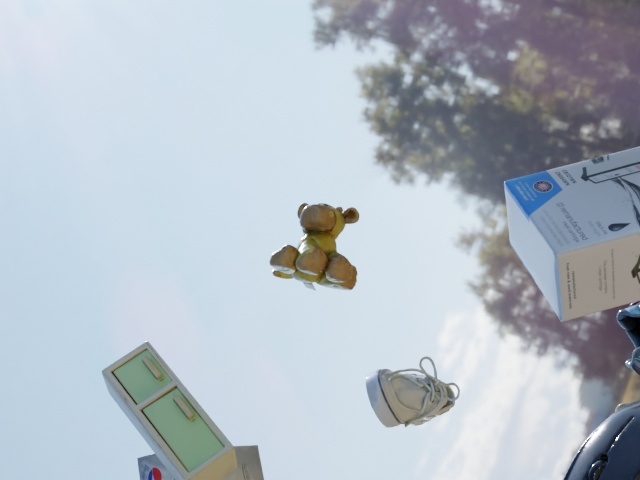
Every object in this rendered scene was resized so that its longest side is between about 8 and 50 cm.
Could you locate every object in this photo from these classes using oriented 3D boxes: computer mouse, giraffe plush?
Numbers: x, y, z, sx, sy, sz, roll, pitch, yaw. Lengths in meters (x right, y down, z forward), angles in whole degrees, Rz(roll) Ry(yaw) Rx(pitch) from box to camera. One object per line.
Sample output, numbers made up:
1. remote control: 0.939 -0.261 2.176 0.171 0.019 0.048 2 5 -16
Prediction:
1. computer mouse: 0.378 0.271 1.303 0.272 0.188 0.072 -35 -71 -29
2. giraffe plush: 0.000 0.000 2.128 0.210 0.181 0.170 124 161 -77

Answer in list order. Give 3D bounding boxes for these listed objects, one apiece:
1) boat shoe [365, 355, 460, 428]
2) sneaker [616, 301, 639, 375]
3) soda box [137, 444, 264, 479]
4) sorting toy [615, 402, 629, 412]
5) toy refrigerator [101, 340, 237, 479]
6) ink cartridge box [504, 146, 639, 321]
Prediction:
1. boat shoe: 0.223 0.335 2.306 0.367 0.156 0.136 32 -142 -62
2. sneaker: 0.545 0.112 1.700 0.104 0.125 0.262 101 -176 -49
3. soda box: -0.235 0.470 2.125 0.286 0.091 0.098 14 -119 -55
4. sorting toy: 0.574 0.467 1.845 0.307 0.041 0.229 -102 4 -45
5. toy refrigerator: -0.266 0.311 1.853 0.102 0.269 0.094 -33 -30 -21
6. ink cartridge box: 0.302 -0.017 1.038 0.148 0.203 0.086 -112 7 -57
